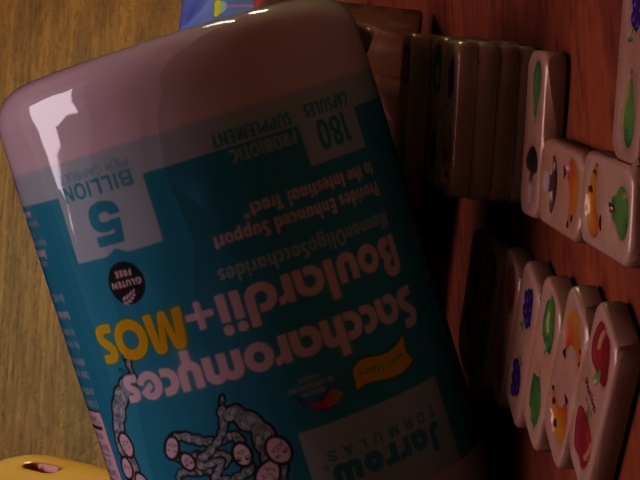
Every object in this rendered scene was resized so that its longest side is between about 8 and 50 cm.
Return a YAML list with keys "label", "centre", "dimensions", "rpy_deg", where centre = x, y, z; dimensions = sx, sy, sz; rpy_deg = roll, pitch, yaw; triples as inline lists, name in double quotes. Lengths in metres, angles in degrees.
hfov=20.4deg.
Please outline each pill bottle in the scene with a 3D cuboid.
- label: "pill bottle"
  centre: [-0.020, 0.048, 0.697]
  dimensions: [0.146, 0.146, 0.264]
  rpy_deg: [-150, 42, -83]

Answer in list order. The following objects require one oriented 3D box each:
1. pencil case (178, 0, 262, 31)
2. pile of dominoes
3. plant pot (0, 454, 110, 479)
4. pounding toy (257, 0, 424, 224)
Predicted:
- label: "pencil case"
  centre: [-0.066, -0.152, 1.446]
  dimensions: [0.133, 0.119, 0.306]
  rpy_deg: [-41, 38, 39]
- label: "pile of dominoes"
  centre: [0.063, -0.029, 0.611]
  dimensions: [0.251, 0.040, 0.196]
  rpy_deg: [-125, 38, -81]
- label: "plant pot"
  centre: [-0.185, 0.292, 1.338]
  dimensions: [0.203, 0.291, 0.291]
  rpy_deg: [24, 117, 42]
- label: "pounding toy"
  centre: [-0.002, 0.009, 0.846]
  dimensions: [0.181, 0.094, 0.206]
  rpy_deg: [-72, -12, -67]
